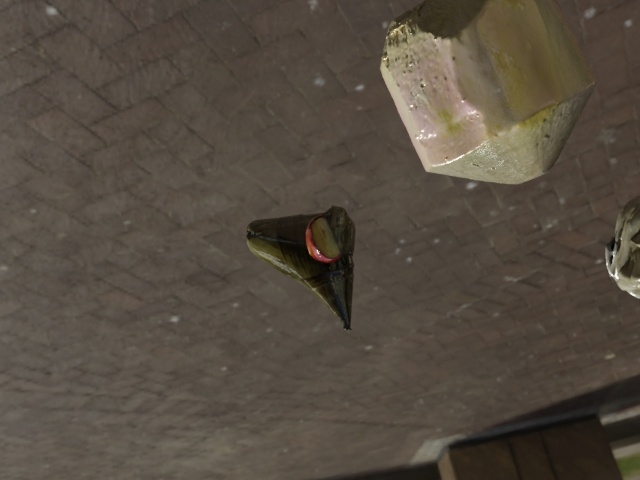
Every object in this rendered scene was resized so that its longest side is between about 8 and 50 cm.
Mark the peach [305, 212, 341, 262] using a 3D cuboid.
[{"bbox_3d":[0.000,0.000,1.348,0.050,0.077,0.083,-22,141,-18],"label":"peach"}]

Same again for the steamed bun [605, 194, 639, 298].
[{"bbox_3d":[0.562,0.012,1.227,0.211,0.217,0.144,10,168,27],"label":"steamed bun"}]

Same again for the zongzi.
[{"bbox_3d":[-0.039,0.064,1.521,0.221,0.242,0.112,-5,164,20],"label":"zongzi"}]

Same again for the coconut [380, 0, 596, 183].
[{"bbox_3d":[0.130,-0.116,0.590,0.147,0.152,0.147,-23,-178,1],"label":"coconut"}]
